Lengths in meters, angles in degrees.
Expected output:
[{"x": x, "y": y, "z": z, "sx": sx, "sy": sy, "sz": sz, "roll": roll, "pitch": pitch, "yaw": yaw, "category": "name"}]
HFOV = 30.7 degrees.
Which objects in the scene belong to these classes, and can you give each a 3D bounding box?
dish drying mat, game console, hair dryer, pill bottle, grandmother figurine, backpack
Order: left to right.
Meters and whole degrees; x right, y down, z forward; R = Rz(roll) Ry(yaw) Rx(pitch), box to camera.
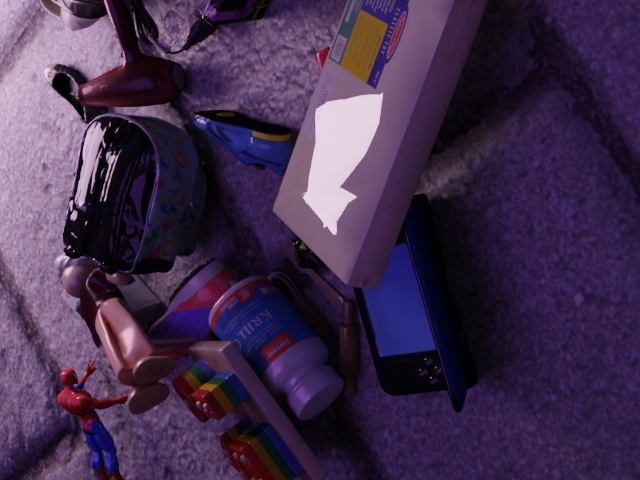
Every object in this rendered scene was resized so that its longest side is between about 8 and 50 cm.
[{"x": -0.364, "y": 0.128, "z": 2.003, "sx": 0.342, "sy": 0.104, "sz": 0.207, "roll": 47, "pitch": 125, "yaw": 39, "category": "grandmother figurine"}, {"x": -0.311, "y": -0.329, "z": 1.951, "sx": 0.224, "sy": 0.080, "sz": 0.293, "roll": 41, "pitch": 116, "yaw": 4, "category": "hair dryer"}, {"x": -0.308, "y": -0.085, "z": 1.962, "sx": 0.225, "sy": 0.191, "sz": 0.253, "roll": 20, "pitch": 108, "yaw": 38, "category": "backpack"}, {"x": -0.066, "y": 0.170, "z": 1.831, "sx": 0.221, "sy": 0.124, "sz": 0.124, "roll": 46, "pitch": 128, "yaw": 24, "category": "pill bottle"}, {"x": 0.017, "y": -0.247, "z": 1.756, "sx": 0.032, "sy": 0.008, "sz": 0.083, "roll": -23, "pitch": 87, "yaw": 43, "category": "dish drying mat"}, {"x": 0.107, "y": 0.094, "z": 1.662, "sx": 0.250, "sy": 0.173, "sz": 0.293, "roll": -14, "pitch": 92, "yaw": 43, "category": "game console"}]

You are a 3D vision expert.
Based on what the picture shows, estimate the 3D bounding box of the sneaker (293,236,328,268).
[{"x": 0.000, "y": 0.000, "z": 1.744, "sx": 0.170, "sy": 0.075, "sz": 0.063, "roll": 112, "pitch": 141, "yaw": -63, "category": "sneaker"}]

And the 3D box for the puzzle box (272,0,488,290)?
[{"x": 0.070, "y": -0.170, "z": 1.570, "sx": 0.272, "sy": 0.052, "sz": 0.408, "roll": 46, "pitch": 119, "yaw": 57, "category": "puzzle box"}]

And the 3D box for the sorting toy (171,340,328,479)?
[{"x": -0.131, "y": 0.289, "z": 1.864, "sx": 0.257, "sy": 0.089, "sz": 0.255, "roll": 55, "pitch": 163, "yaw": -7, "category": "sorting toy"}]

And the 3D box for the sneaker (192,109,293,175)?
[{"x": -0.130, "y": -0.157, "z": 1.871, "sx": 0.209, "sy": 0.069, "sz": 0.082, "roll": 21, "pitch": 119, "yaw": 36, "category": "sneaker"}]

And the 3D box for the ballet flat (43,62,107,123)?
[{"x": -0.455, "y": -0.272, "z": 2.137, "sx": 0.173, "sy": 0.049, "sz": 0.057, "roll": 41, "pitch": 125, "yaw": 26, "category": "ballet flat"}]

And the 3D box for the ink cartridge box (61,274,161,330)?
[{"x": -0.393, "y": 0.110, "z": 2.174, "sx": 0.175, "sy": 0.072, "sz": 0.127, "roll": 45, "pitch": 127, "yaw": 23, "category": "ink cartridge box"}]

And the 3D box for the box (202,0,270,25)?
[{"x": -0.101, "y": -0.397, "z": 1.745, "sx": 0.029, "sy": 0.116, "sz": 0.162, "roll": 45, "pitch": 127, "yaw": 21, "category": "box"}]

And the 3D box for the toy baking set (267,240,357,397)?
[{"x": -0.017, "y": 0.138, "z": 1.879, "sx": 0.197, "sy": 0.030, "sz": 0.256, "roll": 17, "pitch": 113, "yaw": 37, "category": "toy baking set"}]

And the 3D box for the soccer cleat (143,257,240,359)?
[{"x": -0.230, "y": 0.159, "z": 2.031, "sx": 0.116, "sy": 0.109, "sz": 0.318, "roll": 46, "pitch": 130, "yaw": 5, "category": "soccer cleat"}]

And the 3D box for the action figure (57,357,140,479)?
[{"x": -0.415, "y": 0.343, "z": 2.263, "sx": 0.092, "sy": 0.139, "sz": 0.280, "roll": 1, "pitch": 125, "yaw": 38, "category": "action figure"}]

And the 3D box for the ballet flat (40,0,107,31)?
[{"x": -0.435, "y": -0.430, "z": 2.056, "sx": 0.280, "sy": 0.095, "sz": 0.096, "roll": 36, "pitch": 134, "yaw": 41, "category": "ballet flat"}]
